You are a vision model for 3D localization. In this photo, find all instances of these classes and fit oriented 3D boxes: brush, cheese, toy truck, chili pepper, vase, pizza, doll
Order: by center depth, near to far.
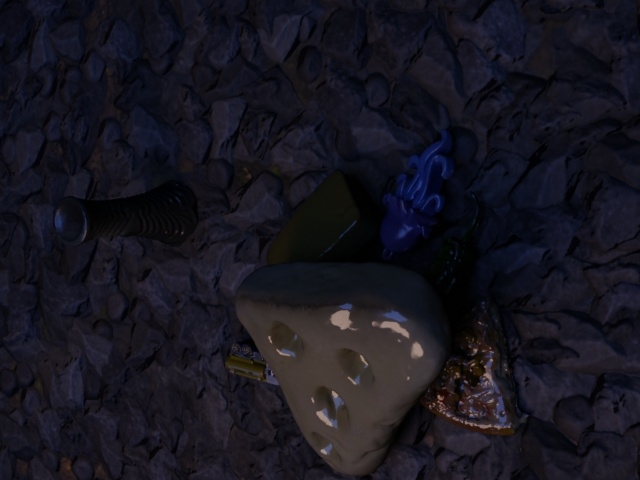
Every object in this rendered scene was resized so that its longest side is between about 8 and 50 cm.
[{"bbox_3d":[0.071,0.181,1.425,0.328,0.129,0.351,-9,116,45],"label":"cheese"},{"bbox_3d":[0.213,0.172,1.462,0.185,0.052,0.195,16,102,28],"label":"pizza"},{"bbox_3d":[0.139,-0.062,1.484,0.110,0.067,0.206,43,110,52],"label":"doll"},{"bbox_3d":[0.150,0.065,1.487,0.279,0.065,0.122,-43,51,22],"label":"chili pepper"},{"bbox_3d":[0.000,0.000,1.557,0.197,0.059,0.123,-48,38,25],"label":"brush"},{"bbox_3d":[-0.093,0.194,1.663,0.123,0.052,0.063,10,103,33],"label":"toy truck"},{"bbox_3d":[-0.316,-0.039,1.679,0.115,0.237,0.116,3,95,34],"label":"vase"}]
